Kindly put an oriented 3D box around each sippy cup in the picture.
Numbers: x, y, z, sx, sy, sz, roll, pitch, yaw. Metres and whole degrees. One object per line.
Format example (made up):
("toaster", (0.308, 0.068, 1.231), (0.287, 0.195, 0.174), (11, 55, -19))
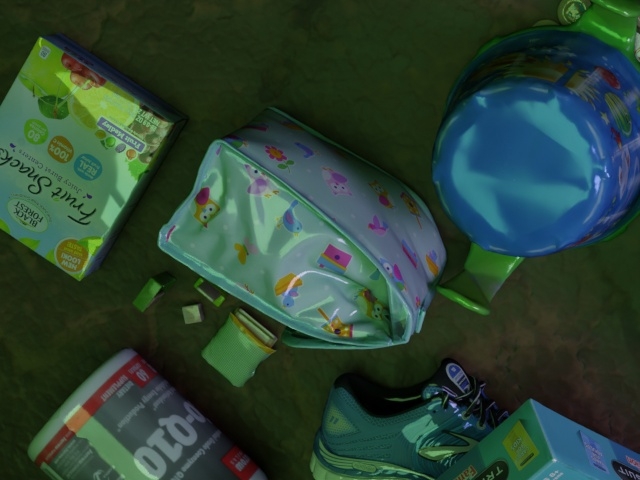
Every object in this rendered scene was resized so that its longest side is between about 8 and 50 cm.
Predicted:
("sippy cup", (0.209, -0.085, 1.570), (0.240, 0.224, 0.305), (-7, 99, 18))

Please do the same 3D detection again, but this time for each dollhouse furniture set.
("dollhouse furniture set", (-0.125, 0.093, 1.761), (0.152, 0.058, 0.076), (40, 105, 3))

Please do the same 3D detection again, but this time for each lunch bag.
("lunch bag", (0.000, 0.000, 1.637), (0.262, 0.223, 0.160), (33, 109, 3))

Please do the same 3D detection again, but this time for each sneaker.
("sneaker", (0.154, 0.205, 1.689), (0.330, 0.130, 0.147), (7, 103, 10))

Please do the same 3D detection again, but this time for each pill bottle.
("pill bottle", (-0.159, 0.264, 1.744), (0.283, 0.161, 0.161), (43, 104, 2))

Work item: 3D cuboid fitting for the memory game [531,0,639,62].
("memory game", (0.295, -0.168, 1.659), (0.186, 0.012, 0.186), (2, 99, 11))

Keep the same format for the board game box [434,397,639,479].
("board game box", (0.237, 0.311, 1.595), (0.336, 0.079, 0.254), (27, 120, -35))

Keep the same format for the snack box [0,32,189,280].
("snack box", (-0.270, -0.090, 1.755), (0.174, 0.070, 0.207), (33, 105, 4))
